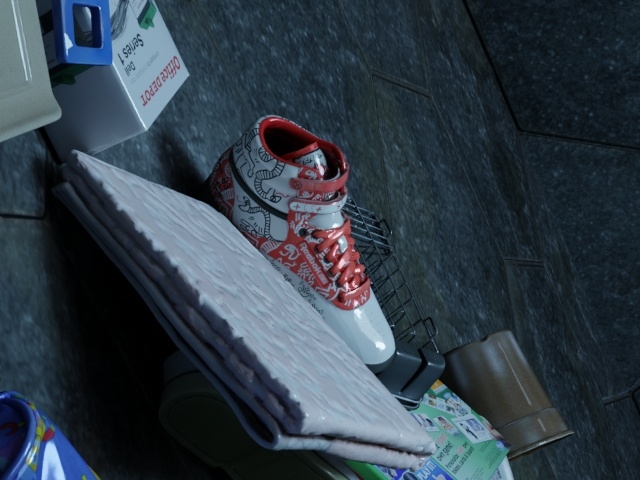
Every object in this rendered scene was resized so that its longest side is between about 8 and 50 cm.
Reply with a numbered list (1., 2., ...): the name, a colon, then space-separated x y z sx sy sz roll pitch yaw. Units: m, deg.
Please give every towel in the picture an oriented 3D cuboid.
1. towel: -0.064 0.071 1.510 0.332 0.053 0.317 47 10 23

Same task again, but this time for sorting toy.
1. sorting toy: -0.281 -0.164 1.267 0.348 0.047 0.196 -31 113 -55

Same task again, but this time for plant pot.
1. plant pot: 0.233 0.219 2.306 0.165 0.167 0.167 66 17 11

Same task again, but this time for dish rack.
1. dish rack: 0.023 0.046 1.879 0.208 0.074 0.271 22 35 -43

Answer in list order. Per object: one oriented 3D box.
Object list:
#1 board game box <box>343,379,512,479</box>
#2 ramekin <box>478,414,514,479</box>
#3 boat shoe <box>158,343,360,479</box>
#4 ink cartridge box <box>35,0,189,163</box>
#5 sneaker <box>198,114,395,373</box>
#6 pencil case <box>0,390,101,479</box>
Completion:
1. board game box: 0.085 0.213 1.856 0.213 0.046 0.317 41 20 7
2. ramekin: 0.166 0.305 2.079 0.207 0.109 0.207 56 23 -39
3. boat shoe: -0.037 0.188 1.587 0.302 0.113 0.103 53 27 -37
4. ink cartridge box: -0.214 -0.200 1.493 0.219 0.092 0.160 65 20 -19
5. sneaker: -0.001 0.000 1.692 0.270 0.145 0.090 49 43 11
6. pencil case: -0.169 0.219 1.159 0.306 0.119 0.133 54 41 -43
